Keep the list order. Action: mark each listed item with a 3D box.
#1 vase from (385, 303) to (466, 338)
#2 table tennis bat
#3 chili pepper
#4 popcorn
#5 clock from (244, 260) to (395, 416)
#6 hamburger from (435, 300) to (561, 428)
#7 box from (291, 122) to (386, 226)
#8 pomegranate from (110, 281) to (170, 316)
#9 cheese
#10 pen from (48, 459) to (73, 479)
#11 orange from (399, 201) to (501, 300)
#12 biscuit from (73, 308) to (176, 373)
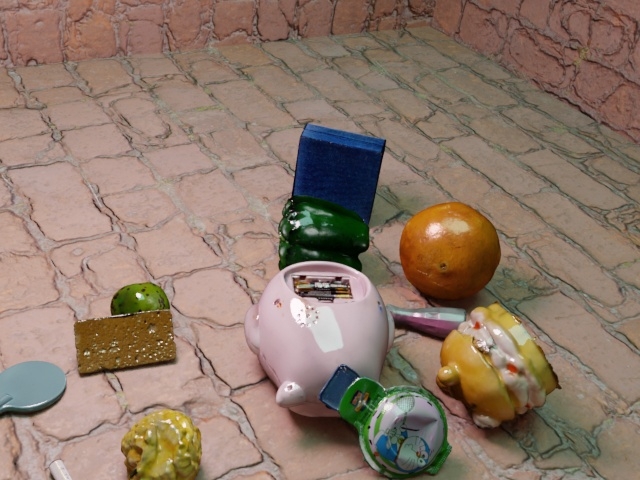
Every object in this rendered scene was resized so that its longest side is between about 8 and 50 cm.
[{"bbox_3d":[0.278,0.211,2.009,0.214,0.086,0.086,8,35,6],"label":"vase"},{"bbox_3d":[-0.673,0.340,1.647,0.153,0.040,0.244,23,34,21],"label":"table tennis bat"},{"bbox_3d":[0.000,0.000,2.119,0.256,0.233,0.248,8,39,-12],"label":"chili pepper"},{"bbox_3d":[-0.321,0.430,1.516,0.180,0.180,0.170,39,17,35],"label":"popcorn"},{"bbox_3d":[0.008,0.228,1.770,0.368,0.250,0.377,3,35,-12],"label":"clock"},{"bbox_3d":[0.395,0.303,1.761,0.237,0.276,0.276,-32,44,-3],"label":"hamburger"},{"bbox_3d":[0.053,-0.202,2.364,0.261,0.279,0.116,12,34,3],"label":"box"},{"bbox_3d":[-0.444,0.170,1.862,0.143,0.122,0.169,-11,39,-30],"label":"pomegranate"},{"bbox_3d":[0.144,0.390,1.614,0.320,0.204,0.083,36,-8,-10],"label":"cheese"},{"bbox_3d":[-0.458,0.522,1.442,0.033,0.033,0.269,-20,44,-35],"label":"pen"},{"bbox_3d":[0.362,0.031,2.100,0.284,0.284,0.226,16,29,10],"label":"orange"},{"bbox_3d":[-0.462,0.238,1.779,0.231,0.131,0.025,-5,-4,-20],"label":"biscuit"}]
